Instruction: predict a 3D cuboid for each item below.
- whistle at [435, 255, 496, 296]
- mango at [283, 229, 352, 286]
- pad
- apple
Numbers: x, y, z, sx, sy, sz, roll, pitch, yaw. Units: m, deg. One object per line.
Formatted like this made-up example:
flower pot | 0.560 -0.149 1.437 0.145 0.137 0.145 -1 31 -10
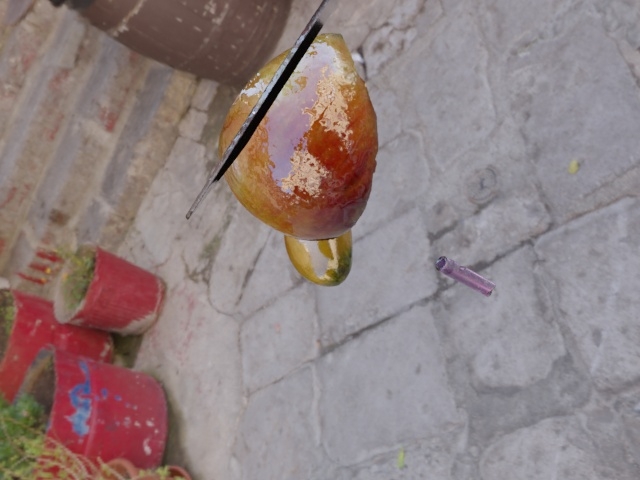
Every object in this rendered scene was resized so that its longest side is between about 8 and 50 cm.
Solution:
whistle | 0.288 0.072 1.240 0.033 0.177 0.033 -27 51 39
mango | -0.005 0.000 1.339 0.152 0.120 0.221 -23 60 31
pad | 0.005 -0.176 0.477 0.330 0.004 0.220 -53 10 21
apple | -0.033 -0.139 0.999 0.346 0.254 0.179 115 177 -46
